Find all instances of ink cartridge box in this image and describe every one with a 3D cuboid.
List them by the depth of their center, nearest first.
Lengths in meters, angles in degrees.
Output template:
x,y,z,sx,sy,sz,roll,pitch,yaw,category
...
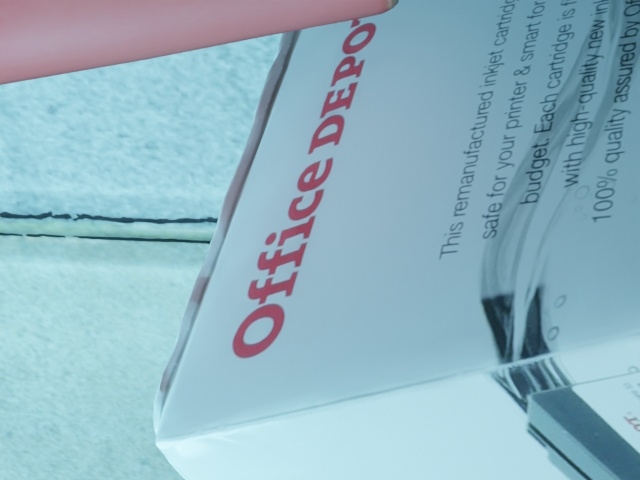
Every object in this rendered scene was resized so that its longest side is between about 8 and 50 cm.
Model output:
x,y,z,sx,sy,sz,roll,pitch,yaw,category
0.162,-0.015,0.693,0.395,0.285,0.166,-15,128,31,ink cartridge box

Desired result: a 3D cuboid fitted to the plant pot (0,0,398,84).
x,y,z,sx,sy,sz,roll,pitch,yaw,category
-0.091,-0.179,0.645,0.243,0.275,0.275,0,135,3,plant pot
